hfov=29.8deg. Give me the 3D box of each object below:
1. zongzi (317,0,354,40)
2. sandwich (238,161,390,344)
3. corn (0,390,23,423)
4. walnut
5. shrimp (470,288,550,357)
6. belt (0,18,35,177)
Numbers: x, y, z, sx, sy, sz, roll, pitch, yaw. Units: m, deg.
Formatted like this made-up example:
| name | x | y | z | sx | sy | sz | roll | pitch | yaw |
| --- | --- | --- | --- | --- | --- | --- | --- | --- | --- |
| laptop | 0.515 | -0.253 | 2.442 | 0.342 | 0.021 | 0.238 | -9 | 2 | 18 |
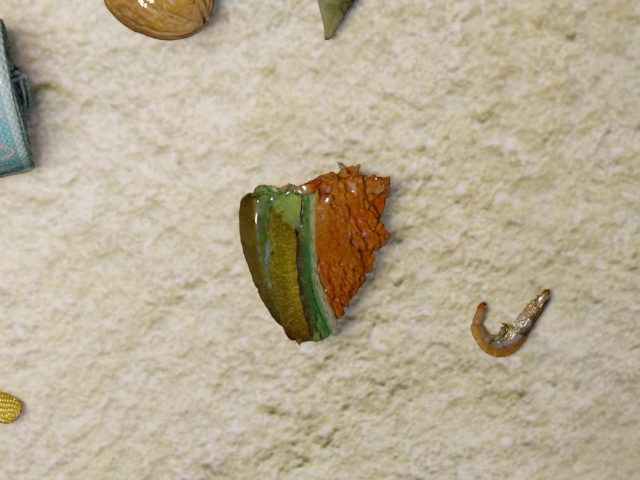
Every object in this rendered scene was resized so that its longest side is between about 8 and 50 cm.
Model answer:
| name | x | y | z | sx | sy | sz | roll | pitch | yaw |
| --- | --- | --- | --- | --- | --- | --- | --- | --- | --- |
| zongzi | -0.023 | -0.307 | 1.314 | 0.154 | 0.062 | 0.130 | 26 | 110 | -15 |
| sandwich | 0.000 | 0.009 | 1.392 | 0.160 | 0.109 | 0.184 | -18 | 109 | -31 |
| corn | -0.384 | 0.182 | 1.364 | 0.092 | 0.037 | 0.037 | 26 | 98 | -22 |
| walnut | -0.172 | -0.261 | 1.260 | 0.124 | 0.105 | 0.105 | 25 | 98 | -6 |
| shrimp | 0.239 | 0.094 | 1.520 | 0.083 | 0.023 | 0.114 | 38 | 97 | -19 |
| belt | -0.335 | -0.147 | 1.221 | 0.082 | 0.163 | 0.147 | -11 | 81 | -11 |
